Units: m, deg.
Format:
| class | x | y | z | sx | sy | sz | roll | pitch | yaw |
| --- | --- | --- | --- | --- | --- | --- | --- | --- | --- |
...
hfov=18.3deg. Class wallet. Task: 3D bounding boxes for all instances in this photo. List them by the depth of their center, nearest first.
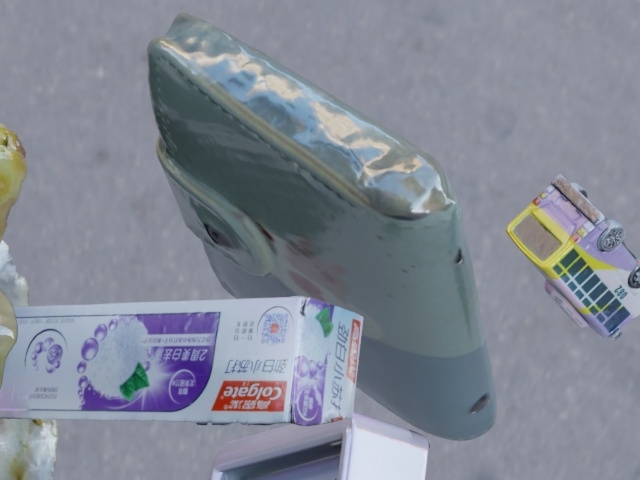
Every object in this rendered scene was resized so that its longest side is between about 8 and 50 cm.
| class | x | y | z | sx | sy | sz | roll | pitch | yaw |
| --- | --- | --- | --- | --- | --- | --- | --- | --- | --- |
| wallet | 0.000 | 0.000 | 1.322 | 0.252 | 0.360 | 0.083 | 31 | 71 | 23 |

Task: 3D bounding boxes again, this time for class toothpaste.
| class | x | y | z | sx | sy | sz | roll | pitch | yaw |
| --- | --- | --- | --- | --- | --- | --- | --- | --- | --- |
| toothpaste | -0.075 | 0.047 | 0.735 | 0.196 | 0.040 | 0.047 | -3 | 75 | 36 |

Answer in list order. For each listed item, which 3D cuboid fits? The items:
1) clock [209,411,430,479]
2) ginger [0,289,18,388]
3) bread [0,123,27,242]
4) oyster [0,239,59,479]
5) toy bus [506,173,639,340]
| class | x | y | z | sx | sy | sz | roll | pitch | yaw |
| --- | --- | --- | --- | --- | --- | --- | --- | --- | --- |
| clock | -0.012 | 0.210 | 1.187 | 0.063 | 0.150 | 0.197 | 23 | 63 | -32 |
| ginger | -0.222 | 0.163 | 0.785 | 0.358 | 0.413 | 0.211 | 35 | 14 | 33 |
| bread | -0.297 | 0.082 | 1.396 | 0.077 | 0.084 | 0.368 | 24 | 96 | -5 |
| oyster | -0.316 | 0.194 | 1.663 | 0.111 | 0.396 | 0.204 | 8 | 24 | 26 |
| toy bus | 0.158 | 0.013 | 1.184 | 0.058 | 0.102 | 0.052 | -42 | 47 | 2 |
